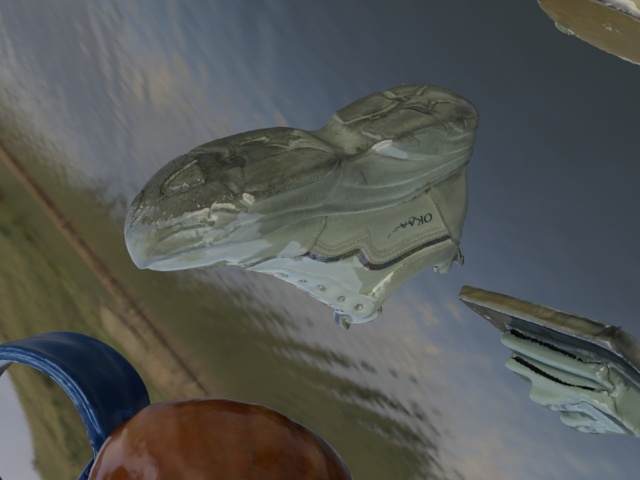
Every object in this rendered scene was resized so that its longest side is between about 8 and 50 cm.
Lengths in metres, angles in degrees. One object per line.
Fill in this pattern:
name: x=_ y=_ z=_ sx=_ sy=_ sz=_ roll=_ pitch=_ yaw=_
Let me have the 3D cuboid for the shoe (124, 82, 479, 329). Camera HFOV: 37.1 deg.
shoe: x=0.000 y=0.000 z=0.876 sx=0.132 sy=0.342 sz=0.210 roll=39 pitch=143 yaw=55

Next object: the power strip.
power strip: x=0.217 y=0.122 z=0.799 sx=0.198 sy=0.064 sz=0.213 roll=36 pitch=170 yaw=-24

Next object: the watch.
watch: x=-0.210 y=0.175 z=0.741 sx=0.200 sy=0.196 sz=0.171 roll=35 pitch=179 yaw=8

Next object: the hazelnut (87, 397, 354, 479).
hazelnut: x=-0.051 y=0.180 z=0.566 sx=0.182 sy=0.182 sz=0.182 roll=47 pitch=166 yaw=15

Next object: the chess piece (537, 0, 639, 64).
chess piece: x=0.285 y=-0.305 z=0.607 sx=0.117 sy=0.397 sz=0.117 roll=29 pitch=-176 yaw=-2
